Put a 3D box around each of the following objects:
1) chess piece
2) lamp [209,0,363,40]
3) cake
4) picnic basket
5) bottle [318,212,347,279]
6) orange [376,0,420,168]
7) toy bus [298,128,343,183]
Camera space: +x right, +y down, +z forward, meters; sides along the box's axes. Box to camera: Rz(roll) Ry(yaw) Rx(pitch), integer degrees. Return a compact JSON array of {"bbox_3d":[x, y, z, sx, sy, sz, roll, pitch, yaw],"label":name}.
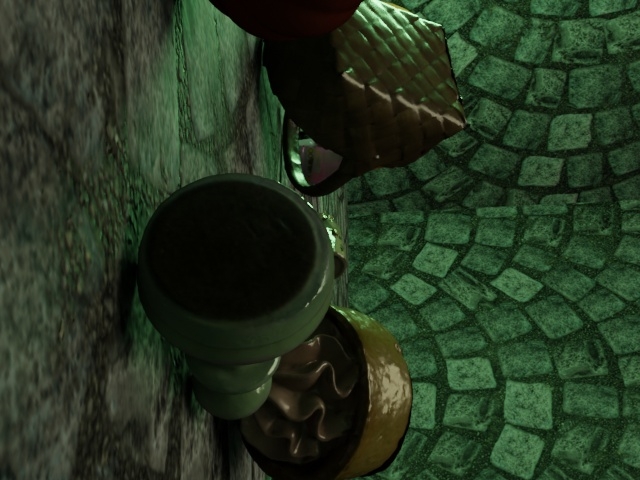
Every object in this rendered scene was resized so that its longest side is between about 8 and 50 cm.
[{"bbox_3d":[-0.071,0.078,0.686,0.272,0.139,0.139,102,-10,-55],"label":"chess piece"},{"bbox_3d":[-0.036,-0.293,0.767,0.227,0.226,0.227,-3,90,-86],"label":"lamp"},{"bbox_3d":[-0.022,0.166,0.892,0.178,0.185,0.208,-1,112,-46],"label":"cake"},{"bbox_3d":[0.030,-0.225,1.407,0.337,0.337,0.293,80,2,-60],"label":"picnic basket"},{"bbox_3d":[0.000,0.001,1.741,0.099,0.098,0.152,83,0,-47],"label":"bottle"},{"bbox_3d":[0.130,-0.383,2.102,0.424,0.326,0.424,-3,90,-84],"label":"orange"},{"bbox_3d":[0.002,-0.203,1.770,0.274,0.112,0.090,-84,177,-63],"label":"toy bus"}]
